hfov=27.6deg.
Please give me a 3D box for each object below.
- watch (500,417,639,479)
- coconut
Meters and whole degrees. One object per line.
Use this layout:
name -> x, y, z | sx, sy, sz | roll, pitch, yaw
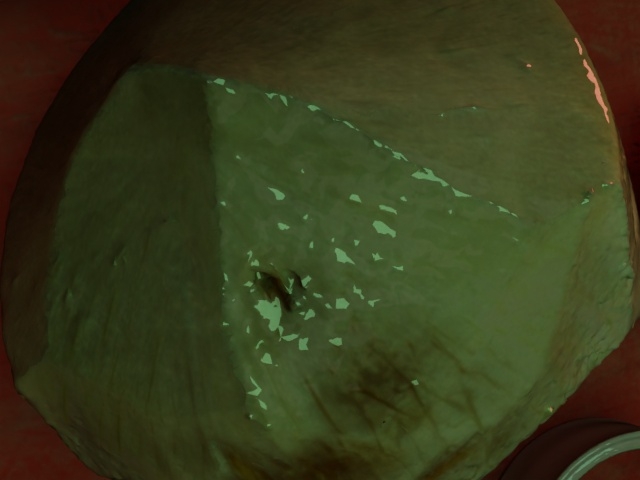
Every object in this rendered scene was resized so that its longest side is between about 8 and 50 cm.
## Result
watch -> 0.229, 0.263, 1.028 | 0.244, 0.196, 0.231 | -2, 92, -15
coconut -> 0.000, 0.000, 0.793 | 0.415, 0.344, 0.415 | -35, 143, -31
